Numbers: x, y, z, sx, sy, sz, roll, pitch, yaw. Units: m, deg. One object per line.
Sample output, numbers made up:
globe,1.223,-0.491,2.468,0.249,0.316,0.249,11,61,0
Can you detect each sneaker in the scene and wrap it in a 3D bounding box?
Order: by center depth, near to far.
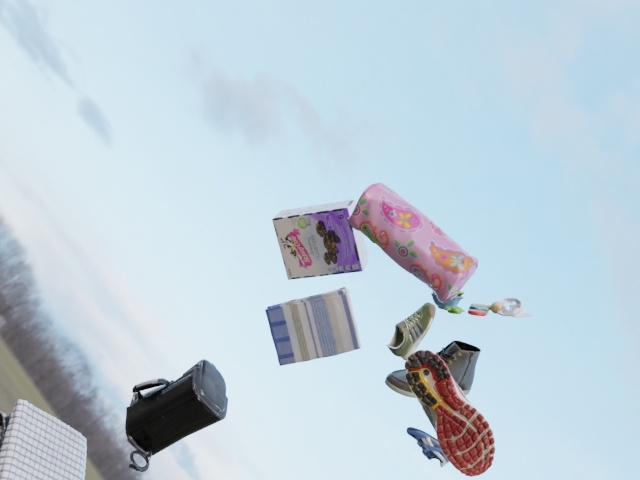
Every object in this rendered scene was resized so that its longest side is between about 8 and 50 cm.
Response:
sneaker,0.218,0.282,1.212,0.225,0.088,0.093,63,2,9
sneaker,0.251,0.281,1.627,0.083,0.222,0.118,44,-54,57
sneaker,0.286,0.550,1.944,0.144,0.059,0.053,28,-10,26
sneaker,0.268,0.263,2.181,0.086,0.192,0.064,28,3,-27

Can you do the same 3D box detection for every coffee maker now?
coffee maker,-0.272,0.335,1.397,0.120,0.178,0.171,41,25,-48

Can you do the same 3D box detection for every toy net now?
toy net,0.356,0.136,1.558,0.122,0.232,0.045,-171,-93,-76

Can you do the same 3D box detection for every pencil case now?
pencil case,0.186,0.002,1.500,0.284,0.124,0.124,40,-26,16

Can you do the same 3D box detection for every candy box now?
candy box,0.000,0.000,1.753,0.196,0.070,0.164,-8,-71,20

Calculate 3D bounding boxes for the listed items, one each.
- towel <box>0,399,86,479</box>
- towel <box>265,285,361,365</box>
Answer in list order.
towel,-0.701,0.556,1.771,0.283,0.121,0.235,53,22,-46
towel,-0.022,0.279,2.350,0.034,0.285,0.209,-18,93,-80
